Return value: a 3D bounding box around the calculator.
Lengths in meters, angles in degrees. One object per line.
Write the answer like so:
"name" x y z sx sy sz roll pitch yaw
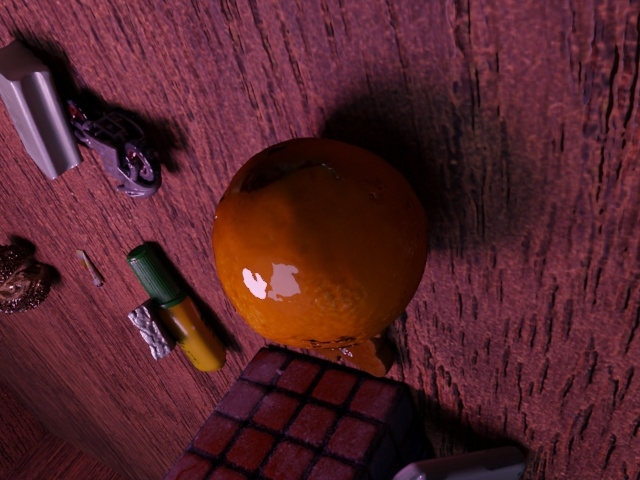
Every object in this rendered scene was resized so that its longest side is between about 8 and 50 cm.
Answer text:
"calculator" 0.221 0.391 0.988 0.246 0.045 0.141 -4 133 -16

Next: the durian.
"durian" -0.789 0.101 1.558 0.196 0.167 0.196 3 109 7

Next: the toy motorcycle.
"toy motorcycle" -0.315 -0.144 0.961 0.215 0.080 0.122 34 148 25

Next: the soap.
"soap" -0.461 -0.207 0.998 0.119 0.066 0.198 41 150 31

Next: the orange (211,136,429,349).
"orange" 0.000 0.000 0.699 0.246 0.246 0.246 24 142 20

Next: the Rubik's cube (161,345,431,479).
"Rubik's cube" -0.020 0.453 1.124 0.343 0.344 0.337 10 134 36

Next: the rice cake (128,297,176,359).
"rice cake" -0.342 0.176 1.281 0.124 0.038 0.211 61 173 -9

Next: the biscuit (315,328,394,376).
"biscuit" -0.019 0.109 1.002 0.301 0.043 0.278 1 132 43

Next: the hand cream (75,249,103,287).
"hand cream" -0.538 0.065 1.432 0.035 0.022 0.102 7 130 43

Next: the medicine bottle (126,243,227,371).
"medicine bottle" -0.292 0.141 1.247 0.111 0.076 0.309 20 144 55
